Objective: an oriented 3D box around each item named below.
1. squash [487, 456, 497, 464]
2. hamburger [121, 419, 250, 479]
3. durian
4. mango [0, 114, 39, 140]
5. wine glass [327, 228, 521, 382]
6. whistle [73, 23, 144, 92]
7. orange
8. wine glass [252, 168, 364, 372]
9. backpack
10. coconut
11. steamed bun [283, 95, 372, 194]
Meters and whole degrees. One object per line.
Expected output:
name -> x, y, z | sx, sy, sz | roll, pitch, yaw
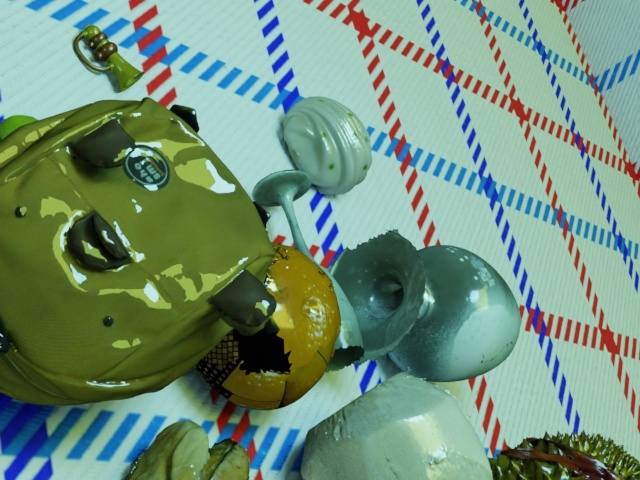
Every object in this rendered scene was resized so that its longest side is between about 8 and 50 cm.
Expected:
squash -> 0.338, 0.454, 1.832 | 0.258, 0.069, 0.069 | 52, 31, -16
hamburger -> -0.157, 0.299, 1.218 | 0.124, 0.131, 0.262 | 50, 37, -13
durian -> 0.370, 0.458, 1.633 | 0.347, 0.348, 0.384 | 46, 40, -18
mango -> -0.337, -0.086, 1.358 | 0.165, 0.074, 0.091 | 51, 30, -12
wine glass -> 0.168, 0.113, 1.750 | 0.323, 0.238, 0.238 | 22, 46, -46
whistle -> -0.315, -0.264, 1.596 | 0.109, 0.057, 0.046 | 45, -13, -4
orange -> -0.077, 0.111, 1.460 | 0.234, 0.182, 0.234 | 36, 46, -47
wine glass -> 0.000, 0.000, 1.580 | 0.096, 0.264, 0.309 | -7, 60, -19
backpack -> -0.237, 0.016, 1.218 | 0.353, 0.201, 0.378 | 48, 55, 1
coconut -> 0.109, 0.319, 1.464 | 0.245, 0.245, 0.247 | -14, 70, -58
steamed bun -> 0.022, -0.173, 1.911 | 0.183, 0.106, 0.182 | 34, 40, -35
